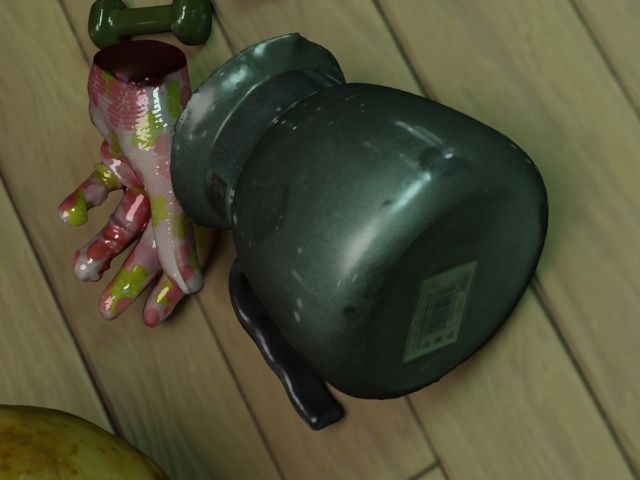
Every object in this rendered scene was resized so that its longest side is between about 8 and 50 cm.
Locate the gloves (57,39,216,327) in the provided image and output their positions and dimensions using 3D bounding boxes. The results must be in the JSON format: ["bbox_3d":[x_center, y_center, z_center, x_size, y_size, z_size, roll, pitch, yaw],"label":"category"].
[{"bbox_3d":[-0.145,-0.042,1.398,0.145,0.126,0.241,11,123,28],"label":"gloves"}]

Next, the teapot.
[{"bbox_3d":[0.017,-0.017,1.275,0.223,0.305,0.285,-39,55,-14],"label":"teapot"}]

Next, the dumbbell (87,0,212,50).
[{"bbox_3d":[-0.153,-0.197,1.445,0.118,0.046,0.052,1,84,33],"label":"dumbbell"}]

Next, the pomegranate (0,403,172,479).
[{"bbox_3d":[-0.281,0.328,1.306,0.410,0.410,0.410,-1,88,33],"label":"pomegranate"}]
